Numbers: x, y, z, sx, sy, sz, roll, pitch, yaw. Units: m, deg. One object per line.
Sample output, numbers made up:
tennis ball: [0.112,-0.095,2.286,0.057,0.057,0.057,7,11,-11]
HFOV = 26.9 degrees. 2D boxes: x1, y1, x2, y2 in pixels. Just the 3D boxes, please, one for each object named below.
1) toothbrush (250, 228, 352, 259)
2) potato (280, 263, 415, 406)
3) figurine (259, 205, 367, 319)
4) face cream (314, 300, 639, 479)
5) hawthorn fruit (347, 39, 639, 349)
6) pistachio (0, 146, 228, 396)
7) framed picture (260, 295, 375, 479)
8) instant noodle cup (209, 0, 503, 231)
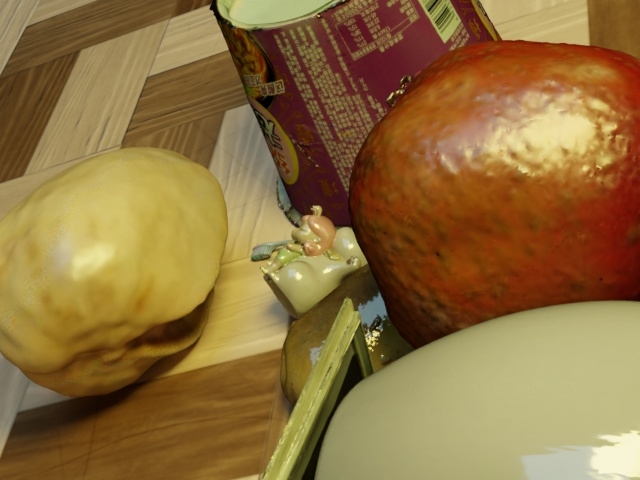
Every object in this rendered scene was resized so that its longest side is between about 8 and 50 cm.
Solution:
toothbrush: [0.000,0.000,1.457,0.193,0.013,0.019,-11,45,35]
potato: [0.042,0.083,1.277,0.200,0.081,0.164,-42,37,-14]
figurine: [0.015,0.012,1.369,0.146,0.098,0.081,-38,22,-10]
face cream: [0.188,0.169,0.919,0.357,0.219,0.312,-7,30,32]
hawthorn fruit: [0.212,-0.028,1.121,0.369,0.284,0.284,1,44,27]
pistachio: [-0.224,0.028,1.420,0.238,0.229,0.321,33,43,7]
framed picture: [-0.002,0.223,1.001,0.018,0.231,0.293,6,47,22]
instant noodle cup: [0.043,-0.205,1.480,0.340,0.266,0.339,-21,35,16]
